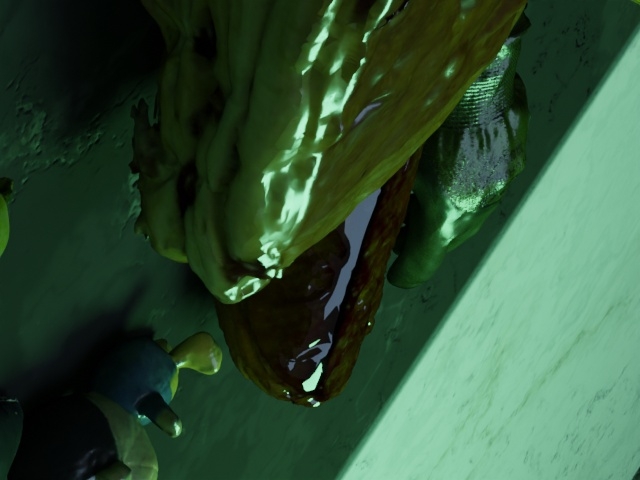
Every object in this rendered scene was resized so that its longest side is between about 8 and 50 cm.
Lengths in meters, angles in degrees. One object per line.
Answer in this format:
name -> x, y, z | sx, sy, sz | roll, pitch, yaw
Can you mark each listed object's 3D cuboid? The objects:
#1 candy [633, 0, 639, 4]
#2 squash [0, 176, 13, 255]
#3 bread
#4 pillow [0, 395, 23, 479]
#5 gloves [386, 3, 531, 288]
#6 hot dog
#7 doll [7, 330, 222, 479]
candy -> 0.342, -0.328, 1.716 | 0.146, 0.088, 0.276 | -49, 158, -29
squash -> -0.191, -0.005, 0.945 | 0.200, 0.075, 0.090 | -13, 104, -64
bread -> 0.009, -0.154, 1.076 | 0.277, 0.167, 0.324 | -43, 165, -35
pillow -> -0.231, 0.140, 1.082 | 0.141, 0.055, 0.208 | -67, 161, -4
gloves -> 0.095, -0.069, 1.488 | 0.135, 0.107, 0.268 | -8, 135, -25
hot dog -> 0.001, 0.001, 1.357 | 0.160, 0.099, 0.227 | -12, 128, -63
doll -> -0.131, 0.121, 1.249 | 0.179, 0.102, 0.089 | -36, 106, -39
